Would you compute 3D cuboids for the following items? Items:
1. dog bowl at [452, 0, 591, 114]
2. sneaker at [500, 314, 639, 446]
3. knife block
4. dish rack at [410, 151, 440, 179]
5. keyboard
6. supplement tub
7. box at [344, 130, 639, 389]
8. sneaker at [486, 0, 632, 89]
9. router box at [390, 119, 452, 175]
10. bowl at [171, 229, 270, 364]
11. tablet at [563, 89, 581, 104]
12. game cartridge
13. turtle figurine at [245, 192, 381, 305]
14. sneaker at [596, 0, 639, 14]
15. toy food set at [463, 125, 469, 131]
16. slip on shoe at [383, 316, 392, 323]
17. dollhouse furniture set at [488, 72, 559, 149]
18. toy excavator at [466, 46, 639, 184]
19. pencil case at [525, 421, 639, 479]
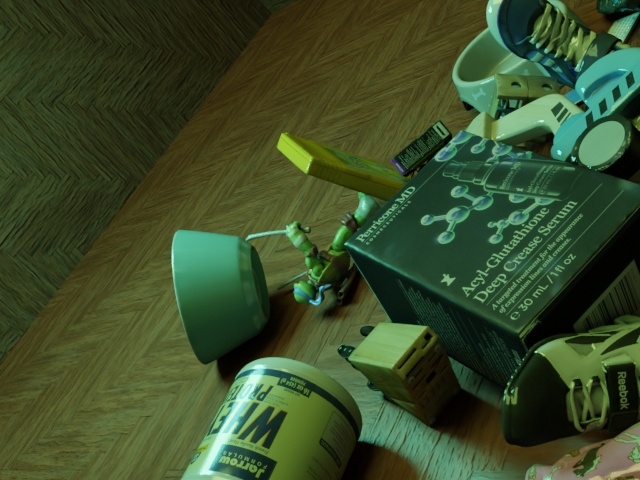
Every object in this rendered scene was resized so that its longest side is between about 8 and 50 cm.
[{"bbox_3d":[0.465,-0.433,2.165,0.348,0.102,0.349,-33,26,19],"label":"dog bowl"},{"bbox_3d":[0.371,0.177,1.149,0.330,0.123,0.146,-19,20,-32],"label":"sneaker"},{"bbox_3d":[0.105,0.187,1.514,0.242,0.276,0.088,32,73,34],"label":"knife block"},{"bbox_3d":[0.226,-0.059,1.817,0.208,0.074,0.272,-17,47,61],"label":"dish rack"},{"bbox_3d":[0.623,-0.408,1.997,0.072,0.014,0.256,-6,42,52],"label":"keyboard"},{"bbox_3d":[-0.090,0.378,1.472,0.235,0.235,0.325,-17,34,42],"label":"supplement tub"},{"bbox_3d":[0.288,0.037,1.401,0.293,0.212,0.395,-44,37,-15],"label":"box"},{"bbox_3d":[0.497,-0.385,1.782,0.236,0.322,0.130,25,88,49],"label":"sneaker"},{"bbox_3d":[0.216,-0.193,1.943,0.133,0.046,0.179,-40,-3,9],"label":"router box"},{"bbox_3d":[-0.213,0.111,2.074,0.163,0.312,0.312,-13,29,4],"label":"bowl"},{"bbox_3d":[0.528,-0.298,1.949,0.083,0.006,0.054,-31,30,37],"label":"tablet"},{"bbox_3d":[0.081,-0.153,2.023,0.053,0.323,0.285,-68,22,11],"label":"game cartridge"},{"bbox_3d":[0.000,0.000,2.017,0.266,0.198,0.274,-42,28,-11],"label":"turtle figurine"},{"bbox_3d":[0.701,-0.552,2.029,0.139,0.125,0.341,9,21,3],"label":"sneaker"},{"bbox_3d":[0.307,-0.134,1.926,0.128,0.071,0.218,-48,22,41],"label":"toy food set"},{"bbox_3d":[0.139,0.156,1.737,0.135,0.041,0.051,-33,26,18],"label":"slip on shoe"},{"bbox_3d":[0.408,-0.221,1.835,0.128,0.129,0.184,3,53,0],"label":"dollhouse furniture set"},{"bbox_3d":[0.463,-0.186,1.538,0.433,0.222,0.445,-46,30,21],"label":"toy excavator"},{"bbox_3d":[0.419,0.251,1.037,0.386,0.167,0.160,-34,59,16],"label":"pencil case"}]
